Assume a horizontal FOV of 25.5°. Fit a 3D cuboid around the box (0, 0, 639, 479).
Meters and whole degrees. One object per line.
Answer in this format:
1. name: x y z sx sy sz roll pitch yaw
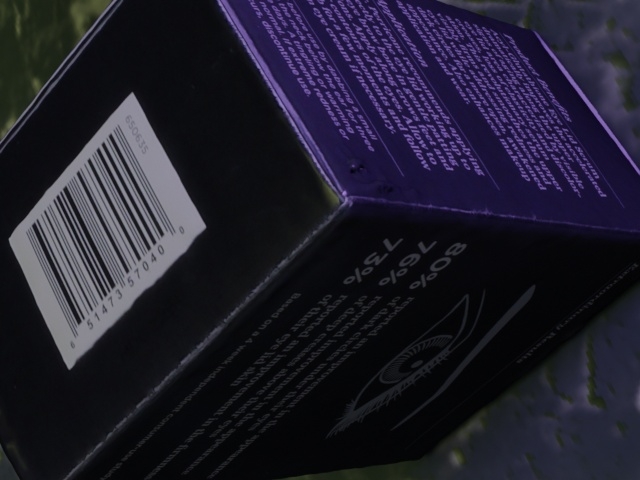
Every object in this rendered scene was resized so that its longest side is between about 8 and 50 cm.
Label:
1. box: 0.000 0.000 0.486 0.153 0.207 0.108 -44 62 27
